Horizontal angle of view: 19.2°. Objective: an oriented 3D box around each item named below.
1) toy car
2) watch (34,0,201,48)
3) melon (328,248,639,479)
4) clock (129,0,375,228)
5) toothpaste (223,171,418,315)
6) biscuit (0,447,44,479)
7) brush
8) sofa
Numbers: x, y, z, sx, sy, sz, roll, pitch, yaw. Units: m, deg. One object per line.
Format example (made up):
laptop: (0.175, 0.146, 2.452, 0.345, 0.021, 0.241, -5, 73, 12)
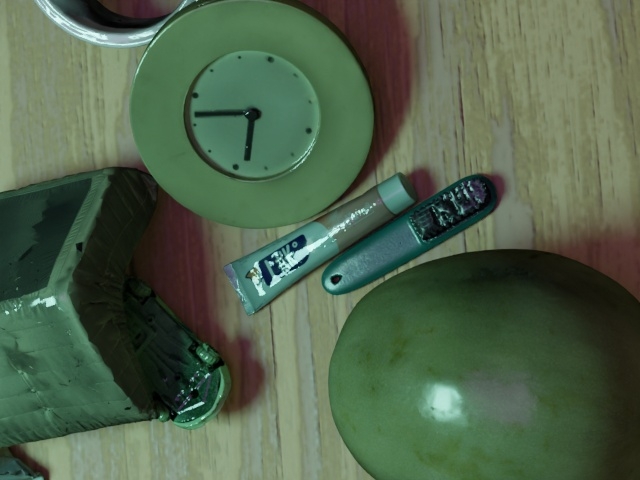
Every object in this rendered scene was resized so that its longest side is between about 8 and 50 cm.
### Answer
toy car: (-0.159, 0.113, 1.852, 0.186, 0.058, 0.093, 42, 93, 26)
watch: (-0.204, -0.310, 1.850, 0.244, 0.196, 0.231, -6, 107, 14)
melon: (0.159, 0.131, 1.658, 0.308, 0.272, 0.272, -10, 84, 7)
clock: (-0.065, -0.123, 1.803, 0.235, 0.029, 0.235, 2, 114, 4)
toothpaste: (0.000, 0.000, 1.826, 0.205, 0.036, 0.056, -31, 77, 17)
biscuit: (-0.419, 0.144, 1.900, 0.186, 0.079, 0.309, -27, 89, 10)
brush: (0.081, -0.004, 1.802, 0.193, 0.032, 0.043, -31, 79, 11)
sofa: (-0.253, 0.060, 1.836, 0.210, 0.225, 0.176, -14, 127, 23)
